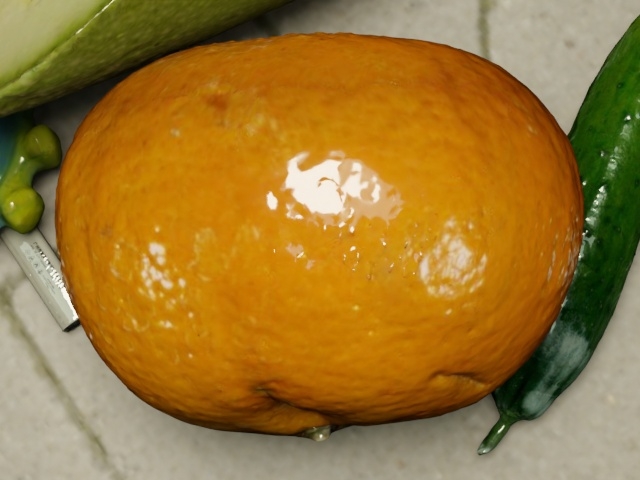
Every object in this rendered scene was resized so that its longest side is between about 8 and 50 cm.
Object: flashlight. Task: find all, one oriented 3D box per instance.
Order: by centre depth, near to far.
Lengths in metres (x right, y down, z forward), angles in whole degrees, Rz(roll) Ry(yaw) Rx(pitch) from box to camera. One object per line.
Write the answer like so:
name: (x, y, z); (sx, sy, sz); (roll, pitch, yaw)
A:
flashlight: (-0.140, 0.006, 0.772); (0.018, 0.018, 0.083); (-34, 82, -6)

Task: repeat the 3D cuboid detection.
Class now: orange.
orange: (0.000, 0.000, 0.674); (0.224, 0.224, 0.170); (-2, 92, 0)

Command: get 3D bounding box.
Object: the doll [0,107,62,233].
doll: (-0.293, -0.025, 0.734); (0.346, 0.099, 0.341); (-19, 77, 1)

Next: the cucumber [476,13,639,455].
cucumber: (0.129, -0.011, 0.756); (0.056, 0.056, 0.250); (22, 80, 4)

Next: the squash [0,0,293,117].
squash: (-0.092, -0.167, 0.684); (0.260, 0.189, 0.189); (-24, 79, -30)
